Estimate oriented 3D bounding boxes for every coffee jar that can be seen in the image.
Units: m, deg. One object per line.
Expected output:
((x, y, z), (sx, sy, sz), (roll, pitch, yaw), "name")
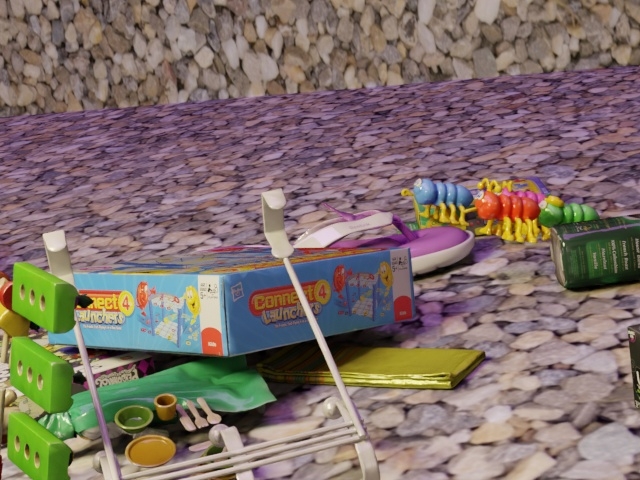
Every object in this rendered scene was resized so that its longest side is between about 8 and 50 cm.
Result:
((0.378, 0.008, 1.778), (0.184, 0.079, 0.096), (-8, 8, 3), "coffee jar")

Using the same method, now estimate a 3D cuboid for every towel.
((0.053, 0.132, 1.594), (0.237, 0.021, 0.102), (0, 17, 28), "towel")

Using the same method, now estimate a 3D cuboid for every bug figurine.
((0.247, -0.044, 1.945), (0.216, 0.072, 0.279), (8, 4, -22), "bug figurine")

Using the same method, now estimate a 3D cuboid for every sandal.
((0.001, 0.004, 1.961), (0.416, 0.102, 0.169), (-7, 15, 1), "sandal")

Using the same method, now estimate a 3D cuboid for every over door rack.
((-0.103, 0.120, 1.334), (0.239, 0.108, 0.324), (-12, 54, -13), "over door rack")

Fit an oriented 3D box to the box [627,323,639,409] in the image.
((0.326, 0.120, 1.357), (0.052, 0.083, 0.062), (-12, 15, -15), "box")

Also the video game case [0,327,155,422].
((-0.333, 0.155, 1.682), (0.210, 0.042, 0.232), (-15, 15, -29), "video game case")

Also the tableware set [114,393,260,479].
((-0.130, 0.192, 1.370), (0.104, 0.024, 0.154), (-14, 34, -21), "tableware set")

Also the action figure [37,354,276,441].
((-0.176, 0.171, 1.487), (0.232, 0.063, 0.137), (-9, 15, -19), "action figure")

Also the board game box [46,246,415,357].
((-0.103, 0.064, 1.675), (0.302, 0.086, 0.308), (-1, 5, 42), "board game box")

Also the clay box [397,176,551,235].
((0.221, -0.045, 2.131), (0.222, 0.053, 0.127), (-7, 13, 0), "clay box")

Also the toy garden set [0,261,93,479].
((-0.253, 0.141, 1.299), (0.049, 0.244, 0.204), (-1, 9, -30), "toy garden set")
